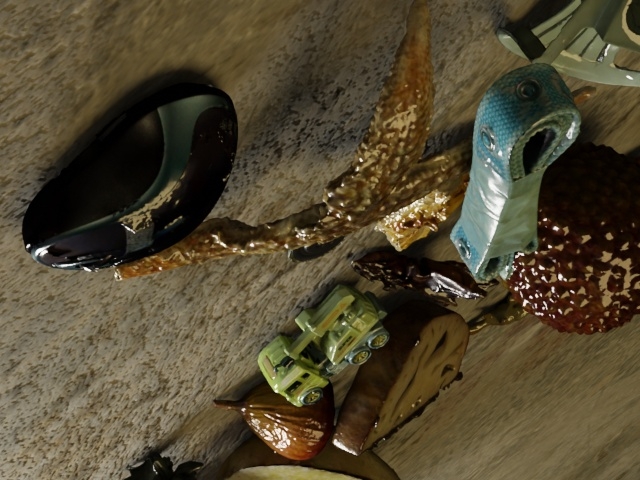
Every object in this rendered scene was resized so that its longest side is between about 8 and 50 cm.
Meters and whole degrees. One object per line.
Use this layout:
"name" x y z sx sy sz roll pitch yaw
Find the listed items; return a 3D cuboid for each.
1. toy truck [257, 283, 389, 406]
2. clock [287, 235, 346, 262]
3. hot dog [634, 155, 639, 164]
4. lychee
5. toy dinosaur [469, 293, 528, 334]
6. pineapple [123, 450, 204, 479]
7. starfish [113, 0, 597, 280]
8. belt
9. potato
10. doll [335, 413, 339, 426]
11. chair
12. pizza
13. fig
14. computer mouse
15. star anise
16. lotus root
"toy truck" -0.001 0.123 1.882 0.169 0.077 0.100 -41 144 13
"clock" 0.000 0.000 1.745 0.083 0.010 0.074 -4 141 -47
"hot dog" 0.369 -0.055 2.053 0.216 0.047 0.066 -32 169 -7
"lychee" 0.313 -0.010 1.872 0.236 0.236 0.271 -43 128 16
"toy dinosaur" 0.290 0.099 2.242 0.126 0.039 0.162 -39 161 31
"pineapple" -0.170 0.360 2.008 0.119 0.111 0.237 -33 131 2
"starfish" 0.038 -0.076 1.501 0.384 0.132 0.398 -20 163 -40
"belt" 0.184 -0.056 1.451 0.087 0.072 0.302 -26 155 -15
"potato" -0.014 0.330 2.131 0.299 0.116 0.239 22 137 -25
"doll" 0.095 0.237 2.195 0.159 0.059 0.159 -31 173 -4
"chair" 0.319 -0.233 1.526 0.203 0.190 0.274 18 123 -24
"pizza" 0.138 -0.053 1.724 0.182 0.062 0.161 -39 173 7
"fig" -0.052 0.231 1.974 0.153 0.119 0.119 -14 153 0
"computer mouse" -0.161 -0.043 1.382 0.233 0.096 0.137 -42 154 12
"star anise" 0.145 0.048 1.880 0.157 0.053 0.212 4 168 27
"lotus root" 0.114 0.162 2.011 0.261 0.074 0.170 -25 136 -54
